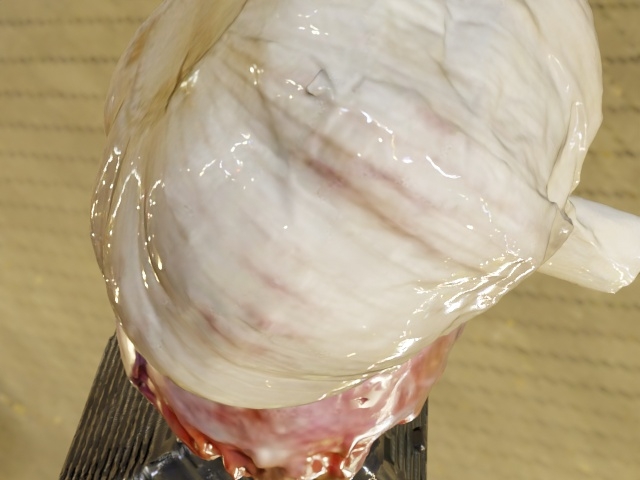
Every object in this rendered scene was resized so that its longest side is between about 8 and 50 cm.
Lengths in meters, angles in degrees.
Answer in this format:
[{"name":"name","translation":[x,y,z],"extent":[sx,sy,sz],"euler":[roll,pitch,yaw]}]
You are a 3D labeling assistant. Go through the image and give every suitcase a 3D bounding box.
[{"name":"suitcase","translation":[-0.044,0.128,1.292],"extent":[0.152,0.229,0.335],"euler":[52,-162,-17]}]

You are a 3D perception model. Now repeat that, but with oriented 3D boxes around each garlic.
[{"name":"garlic","translation":[0.037,-0.024,0.687],"extent":[0.212,0.218,0.218],"euler":[29,164,-24]}]

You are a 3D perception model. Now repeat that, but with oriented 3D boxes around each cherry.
[{"name":"cherry","translation":[0.000,0.000,0.944],"extent":[0.175,0.250,0.192],"euler":[28,-165,21]}]
